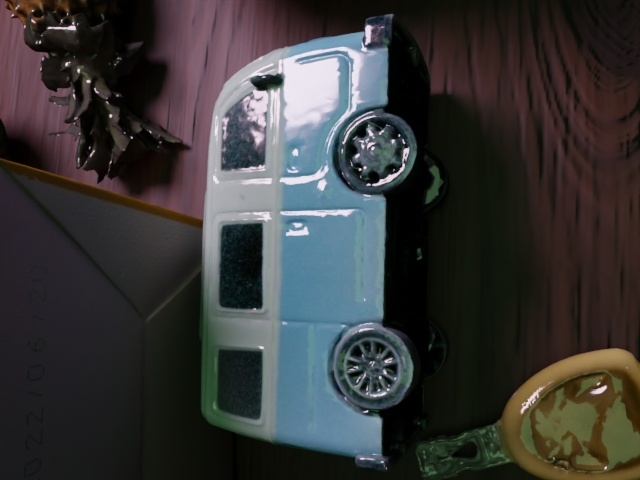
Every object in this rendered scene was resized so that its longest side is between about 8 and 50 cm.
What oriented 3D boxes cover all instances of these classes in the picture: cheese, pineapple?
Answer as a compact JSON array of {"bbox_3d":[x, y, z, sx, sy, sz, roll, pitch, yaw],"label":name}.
[{"bbox_3d":[0.145,0.133,0.395,0.162,0.036,0.086,-19,77,14],"label":"cheese"},{"bbox_3d":[-0.218,-0.176,0.518,0.125,0.125,0.251,-21,88,14],"label":"pineapple"}]

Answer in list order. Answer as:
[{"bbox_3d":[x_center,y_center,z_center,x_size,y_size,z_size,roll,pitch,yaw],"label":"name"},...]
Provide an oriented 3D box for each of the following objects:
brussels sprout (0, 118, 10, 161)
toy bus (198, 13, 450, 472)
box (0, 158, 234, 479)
[{"bbox_3d":[-0.368,-0.075,0.529,0.131,0.145,0.183,13,132,-5],"label":"brussels sprout"},{"bbox_3d":[0.000,0.000,0.407,0.165,0.133,0.271,0,86,22],"label":"toy bus"},{"bbox_3d":[-0.206,0.118,0.391,0.214,0.259,0.283,-3,83,16],"label":"box"}]
